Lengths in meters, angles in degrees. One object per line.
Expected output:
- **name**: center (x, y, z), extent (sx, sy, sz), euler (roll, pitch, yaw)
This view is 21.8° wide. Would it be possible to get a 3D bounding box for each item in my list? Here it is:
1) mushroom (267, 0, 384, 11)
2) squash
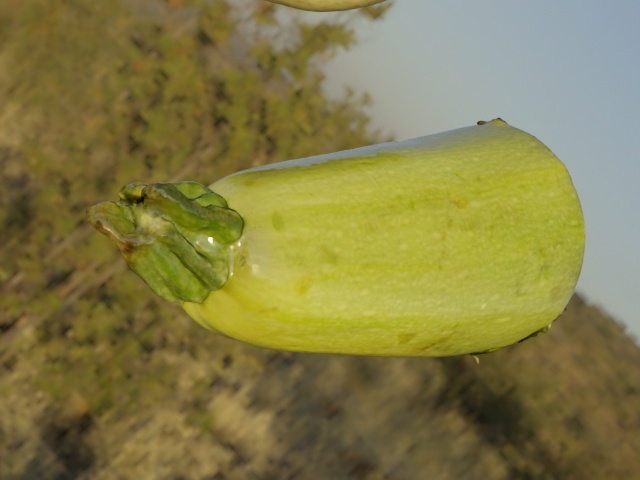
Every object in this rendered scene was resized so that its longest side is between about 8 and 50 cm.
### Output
- **mushroom**: center (-0.013, -0.271, 0.977), extent (0.260, 0.254, 0.234), euler (36, 8, 15)
- **squash**: center (-0.003, 0.014, 0.869), extent (0.287, 0.137, 0.137), euler (-9, 48, -40)
